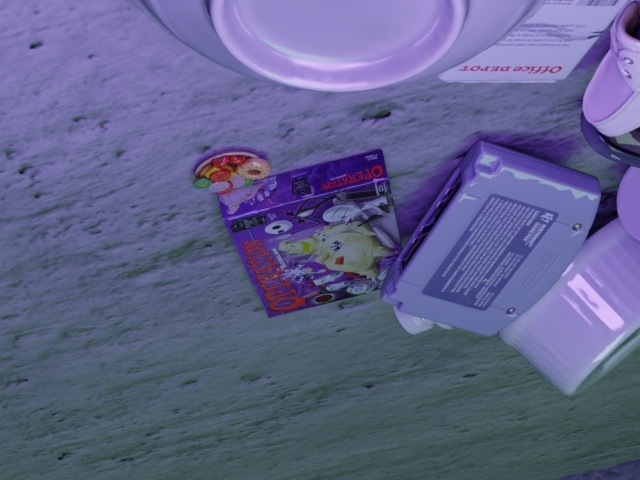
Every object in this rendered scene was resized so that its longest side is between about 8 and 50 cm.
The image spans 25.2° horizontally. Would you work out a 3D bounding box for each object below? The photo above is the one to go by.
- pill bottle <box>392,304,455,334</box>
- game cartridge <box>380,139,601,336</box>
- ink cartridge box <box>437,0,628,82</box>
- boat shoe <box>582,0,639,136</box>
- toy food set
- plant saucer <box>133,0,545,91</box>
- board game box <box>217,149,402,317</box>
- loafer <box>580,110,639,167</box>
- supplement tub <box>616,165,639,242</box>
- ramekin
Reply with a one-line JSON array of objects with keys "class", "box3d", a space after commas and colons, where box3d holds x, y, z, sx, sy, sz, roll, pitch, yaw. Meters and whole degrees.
[{"class": "pill bottle", "box3d": [0.196, 0.065, 2.022, 0.180, 0.108, 0.108, -25, 153, 25]}, {"class": "game cartridge", "box3d": [0.225, 0.004, 1.845, 0.196, 0.060, 0.294, 19, 132, -14]}, {"class": "ink cartridge box", "box3d": [0.206, -0.244, 1.381, 0.153, 0.086, 0.208, -2, 152, -22]}, {"class": "boat shoe", "box3d": [0.347, -0.216, 1.512, 0.096, 0.098, 0.277, 3, 142, -30]}, {"class": "toy food set", "box3d": [-0.105, -0.079, 1.662, 0.083, 0.020, 0.083, 11, 146, -43]}, {"class": "plant saucer", "box3d": [0.015, -0.225, 1.207, 0.401, 0.100, 0.400, 1, 149, 0]}, {"class": "board game box", "box3d": [0.000, 0.000, 1.860, 0.208, 0.056, 0.347, -10, 156, 4]}, {"class": "loafer", "box3d": [0.458, -0.134, 1.735, 0.303, 0.109, 0.095, 5, 146, -29]}, {"class": "supplement tub", "box3d": [0.499, -0.040, 1.902, 0.200, 0.144, 0.144, 13, 145, -44]}, {"class": "ramekin", "box3d": [0.397, 0.094, 2.022, 0.277, 0.135, 0.277, -37, 164, -13]}]
